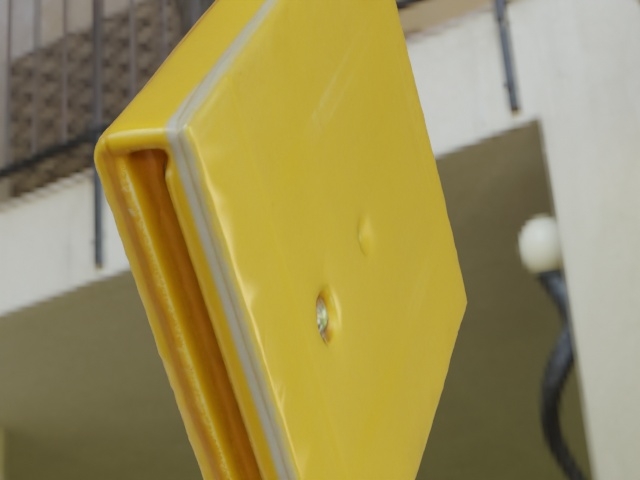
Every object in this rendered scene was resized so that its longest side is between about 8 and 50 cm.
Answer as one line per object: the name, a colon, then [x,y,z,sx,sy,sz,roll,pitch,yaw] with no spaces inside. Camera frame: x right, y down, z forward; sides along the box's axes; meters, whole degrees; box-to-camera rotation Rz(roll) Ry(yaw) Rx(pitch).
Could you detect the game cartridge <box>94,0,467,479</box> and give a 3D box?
game cartridge: [0.000,0.000,0.828,0.053,0.323,0.285,-7,-63,18]
